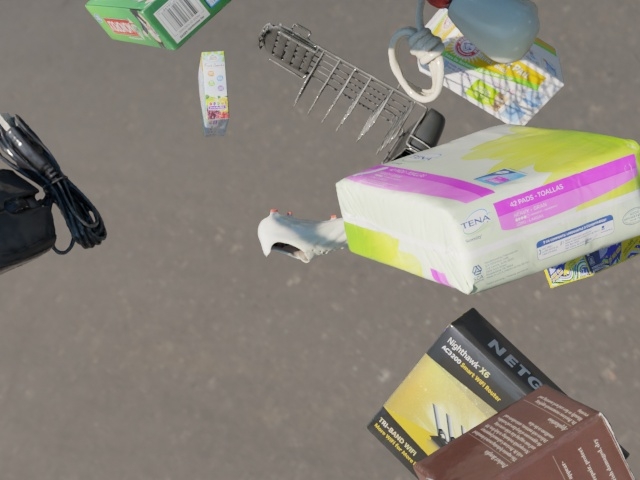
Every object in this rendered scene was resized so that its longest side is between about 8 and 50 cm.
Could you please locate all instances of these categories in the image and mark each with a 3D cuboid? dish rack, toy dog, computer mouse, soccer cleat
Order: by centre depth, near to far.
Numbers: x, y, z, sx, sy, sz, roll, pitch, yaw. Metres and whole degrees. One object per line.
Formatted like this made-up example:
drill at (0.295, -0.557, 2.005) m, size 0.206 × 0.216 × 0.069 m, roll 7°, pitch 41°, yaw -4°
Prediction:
computer mouse at (-0.375, -0.026, 1.448) m, size 0.272 × 0.188 × 0.072 m, roll -37°, pitch -2°, yaw -38°
toy dog at (0.129, -0.345, 1.504) m, size 0.161 × 0.334 × 0.220 m, roll -37°, pitch 5°, yaw -35°
dish rack at (0.031, -0.185, 1.700) m, size 0.074 × 0.271 × 0.208 m, roll -60°, pitch 3°, yaw -7°
soccer cleat at (0.000, 0.000, 2.008) m, size 0.068 × 0.196 × 0.076 m, roll 120°, pitch 150°, yaw -60°

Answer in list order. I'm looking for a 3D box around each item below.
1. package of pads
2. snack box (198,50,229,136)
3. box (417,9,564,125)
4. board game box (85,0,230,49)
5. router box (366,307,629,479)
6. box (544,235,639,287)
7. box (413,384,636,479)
package of pads at (0.175, -0.043, 1.355) m, size 0.229 × 0.101 × 0.296 m, roll -20°, pitch 15°, yaw -18°
snack box at (-0.159, -0.215, 1.941) m, size 0.141 × 0.037 × 0.100 m, roll 142°, pitch 122°, yaw -80°
box at (0.262, -0.282, 2.037) m, size 0.114 × 0.203 × 0.103 m, roll -48°, pitch 25°, yaw 34°
board game box at (-0.056, -0.292, 1.162) m, size 0.317 × 0.046 × 0.213 m, roll -43°, pitch 22°, yaw -9°
router box at (0.250, 0.290, 1.898) m, size 0.309 × 0.081 × 0.243 m, roll 43°, pitch 124°, yaw 14°
box at (0.308, 0.002, 1.431) m, size 0.059 × 0.169 × 0.054 m, roll -23°, pitch 87°, yaw 44°
box at (0.254, 0.304, 1.565) m, size 0.203 × 0.167 × 0.168 m, roll -30°, pitch 12°, yaw -9°
